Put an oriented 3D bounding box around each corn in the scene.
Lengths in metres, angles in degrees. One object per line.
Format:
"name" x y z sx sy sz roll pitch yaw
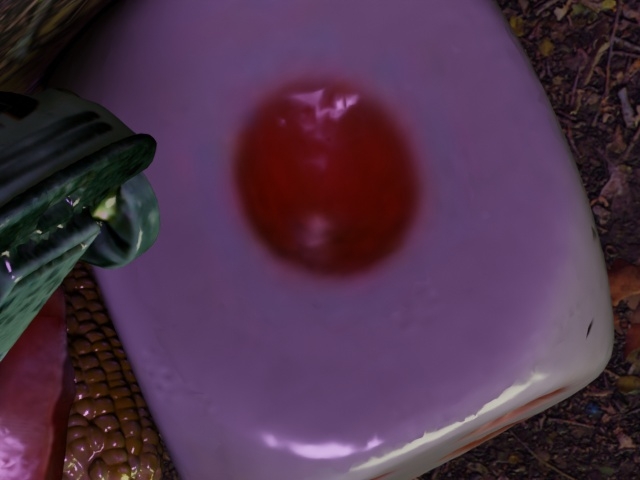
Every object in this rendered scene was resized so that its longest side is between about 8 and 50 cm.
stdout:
"corn" -0.167 0.061 0.998 0.086 0.288 0.086 -16 144 -12

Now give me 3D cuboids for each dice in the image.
"dice" 0.000 0.000 0.970 0.277 0.304 0.304 -24 168 -8

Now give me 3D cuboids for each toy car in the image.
"toy car" -0.192 0.032 0.694 0.136 0.125 0.306 -37 174 -48

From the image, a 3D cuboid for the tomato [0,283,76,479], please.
"tomato" -0.272 0.114 0.920 0.170 0.309 0.309 6 155 -30
